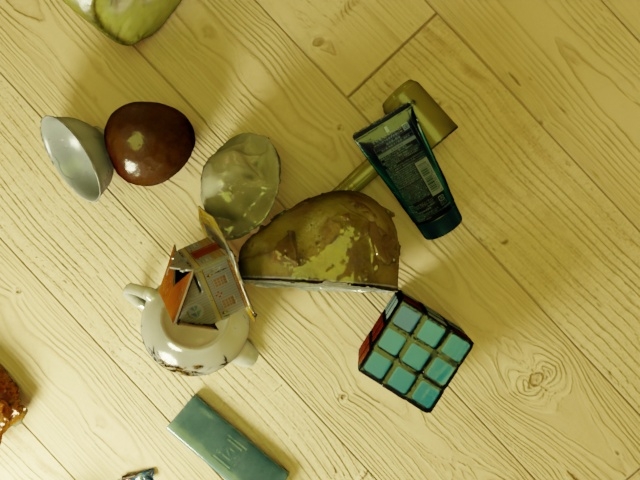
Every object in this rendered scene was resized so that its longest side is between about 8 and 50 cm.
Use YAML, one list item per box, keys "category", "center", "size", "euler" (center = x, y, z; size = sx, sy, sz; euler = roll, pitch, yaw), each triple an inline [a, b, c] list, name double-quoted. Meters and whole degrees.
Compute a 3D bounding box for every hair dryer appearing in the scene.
- category: "hair dryer"
  center: [0.124, -0.182, 1.066]
  size: [0.279, 0.090, 0.135]
  euler: [-41, 90, 10]

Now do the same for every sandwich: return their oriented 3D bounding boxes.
- category: "sandwich"
  center: [-0.752, 0.374, 1.125]
  size: [0.212, 0.109, 0.292]
  euler: [32, 94, 2]

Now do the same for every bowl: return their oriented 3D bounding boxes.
- category: "bowl"
  center: [-0.474, -0.179, 1.079]
  size: [0.189, 0.189, 0.086]
  euler: [50, 52, 0]

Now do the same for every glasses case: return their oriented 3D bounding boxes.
- category: "glasses case"
  center: [-0.200, 0.452, 1.124]
  size: [0.266, 0.056, 0.105]
  euler: [40, 95, 1]

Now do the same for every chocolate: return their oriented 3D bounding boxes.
- category: "chocolate"
  center: [-0.332, -0.195, 1.051]
  size: [0.177, 0.177, 0.176]
  euler: [0, 93, 3]

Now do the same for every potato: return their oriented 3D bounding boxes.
- category: "potato"
  center: [0.000, 0.000, 1.009]
  size: [0.300, 0.246, 0.196]
  euler: [2, 80, -1]

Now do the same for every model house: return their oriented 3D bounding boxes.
- category: "model house"
  center: [-0.229, 0.062, 0.946]
  size: [0.136, 0.219, 0.207]
  euler: [-26, 117, -19]

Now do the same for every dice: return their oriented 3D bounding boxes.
- category: "dice"
  center: [-0.399, -0.537, 0.998]
  size: [0.227, 0.233, 0.238]
  euler: [42, 94, 1]

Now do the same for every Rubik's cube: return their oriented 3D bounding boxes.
- category: "Rubik's cube"
  center: [0.179, 0.209, 1.039]
  size: [0.162, 0.163, 0.160]
  euler: [31, 94, 5]

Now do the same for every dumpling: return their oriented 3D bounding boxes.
- category: "dumpling"
  center: [-0.151, -0.119, 1.026]
  size: [0.173, 0.142, 0.247]
  euler: [-17, 59, 18]

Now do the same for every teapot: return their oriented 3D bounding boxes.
- category: "teapot"
  center: [-0.266, 0.159, 1.079]
  size: [0.300, 0.166, 0.208]
  euler: [26, 77, 11]

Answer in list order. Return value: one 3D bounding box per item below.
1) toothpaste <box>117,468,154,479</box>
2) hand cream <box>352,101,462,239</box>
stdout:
- category: "toothpaste"
  center: [-0.402, 0.517, 1.157]
  size: [0.083, 0.019, 0.027]
  euler: [-11, 68, 3]
- category: "hand cream"
  center: [0.178, -0.122, 1.018]
  size: [0.120, 0.061, 0.270]
  euler: [-29, 117, 15]
